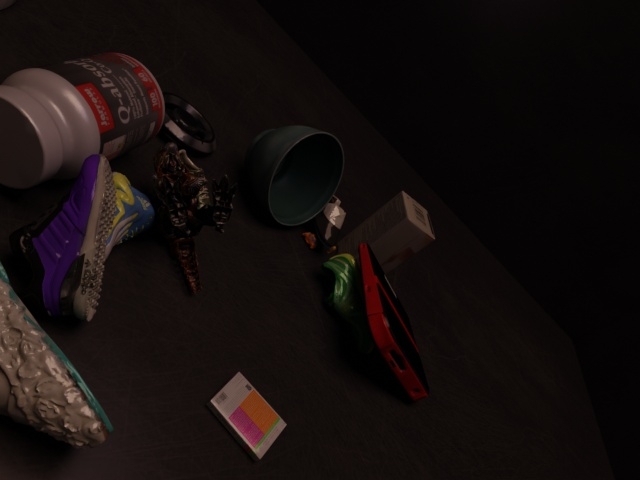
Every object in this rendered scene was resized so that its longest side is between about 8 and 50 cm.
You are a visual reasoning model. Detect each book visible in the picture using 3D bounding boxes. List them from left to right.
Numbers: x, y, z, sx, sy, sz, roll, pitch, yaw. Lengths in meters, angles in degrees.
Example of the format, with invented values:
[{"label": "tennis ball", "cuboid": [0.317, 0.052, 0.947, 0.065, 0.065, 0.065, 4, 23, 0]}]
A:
[{"label": "book", "cuboid": [-0.144, 0.342, 0.943, 0.144, 0.035, 0.096, 50, 32, 1]}]

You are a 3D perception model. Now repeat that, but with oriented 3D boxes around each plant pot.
[{"label": "plant pot", "cuboid": [-0.101, -0.218, 1.435, 0.196, 0.293, 0.293, 36, 19, 32]}]

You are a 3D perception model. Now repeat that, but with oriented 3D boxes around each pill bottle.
[{"label": "pill bottle", "cuboid": [-0.491, -0.245, 0.964, 0.210, 0.210, 0.363, 44, 30, -10]}]

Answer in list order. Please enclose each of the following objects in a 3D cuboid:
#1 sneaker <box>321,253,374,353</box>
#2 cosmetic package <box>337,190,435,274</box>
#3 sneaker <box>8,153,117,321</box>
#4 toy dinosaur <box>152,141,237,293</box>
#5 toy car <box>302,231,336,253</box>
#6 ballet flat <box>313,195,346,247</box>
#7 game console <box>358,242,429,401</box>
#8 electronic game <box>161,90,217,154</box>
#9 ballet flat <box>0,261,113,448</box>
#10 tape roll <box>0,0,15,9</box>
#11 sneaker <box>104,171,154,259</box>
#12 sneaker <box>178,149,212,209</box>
[{"label": "sneaker", "cuboid": [0.075, 0.185, 1.375, 0.123, 0.109, 0.295, -12, 70, -18]}, {"label": "cosmetic package", "cuboid": [0.200, 0.003, 1.534, 0.129, 0.296, 0.153, 34, 34, -28]}, {"label": "sneaker", "cuboid": [-0.436, -0.018, 0.809, 0.146, 0.102, 0.293, 6, 72, -12]}, {"label": "toy dinosaur", "cuboid": [-0.290, -0.059, 1.054, 0.164, 0.218, 0.322, -33, 98, -36]}, {"label": "toy car", "cuboid": [0.000, 0.000, 1.522, 0.122, 0.040, 0.060, 14, 45, -46]}, {"label": "ballet flat", "cuboid": [0.025, -0.090, 1.556, 0.095, 0.096, 0.280, 36, 21, -28]}, {"label": "game console", "cuboid": [0.204, 0.240, 1.386, 0.342, 0.060, 0.386, -98, 161, -50]}, {"label": "electronic game", "cuboid": [-0.388, -0.334, 1.370, 0.229, 0.048, 0.229, 42, 23, -22]}, {"label": "ballet flat", "cuboid": [-0.457, 0.144, 0.680, 0.409, 0.147, 0.147, 52, 29, 9]}, {"label": "tape roll", "cuboid": [-0.881, -0.687, 1.082, 0.392, 0.072, 0.392, 34, 32, -25]}, {"label": "sneaker", "cuboid": [-0.395, -0.036, 0.978, 0.126, 0.091, 0.240, 32, 36, -36]}, {"label": "sneaker", "cuboid": [-0.318, -0.141, 1.204, 0.192, 0.086, 0.064, 52, 29, 4]}]
